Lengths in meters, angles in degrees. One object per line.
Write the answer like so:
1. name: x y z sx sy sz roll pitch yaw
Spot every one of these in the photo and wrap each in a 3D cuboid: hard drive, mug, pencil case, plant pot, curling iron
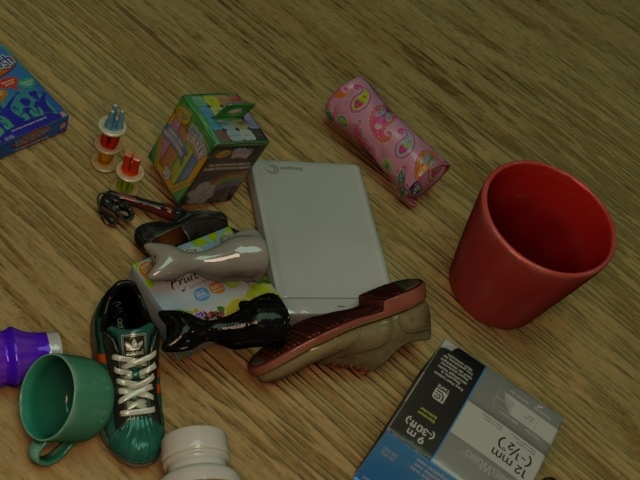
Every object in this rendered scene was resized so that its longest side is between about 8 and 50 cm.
1. hard drive: 0.000 0.000 1.934 0.233 0.047 0.353 1 53 -21
2. mug: -0.380 0.246 1.535 0.097 0.158 0.129 16 36 -50
3. pencil case: 0.135 -0.206 2.106 0.124 0.124 0.284 -28 69 -36
4. plant pot: 0.381 0.026 1.939 0.275 0.243 0.274 11 50 -14
5. curling iron: -0.274 -0.037 1.861 0.274 0.035 0.068 13 71 -19

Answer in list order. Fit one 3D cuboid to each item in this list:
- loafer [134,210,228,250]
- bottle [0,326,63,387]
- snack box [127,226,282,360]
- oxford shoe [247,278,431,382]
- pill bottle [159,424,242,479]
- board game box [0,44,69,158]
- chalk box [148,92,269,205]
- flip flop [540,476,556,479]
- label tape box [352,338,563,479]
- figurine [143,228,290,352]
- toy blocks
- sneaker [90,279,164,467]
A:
1. loafer: -0.241 -0.009 1.815 0.170 0.062 0.061 -16 28 -17
2. bottle: -0.536 0.183 1.539 0.283 0.092 0.118 -4 57 -25
3. snack box: -0.201 0.088 1.766 0.207 0.070 0.174 -22 65 -36
4. oxford shoe: 0.046 0.185 1.763 0.348 0.123 0.130 -22 104 -16
5. pill bottle: -0.175 0.395 1.496 0.131 0.131 0.229 4 53 -20
6. board game box: -0.594 -0.258 1.890 0.210 0.047 0.160 45 51 16
7. chalk box: -0.197 -0.185 1.871 0.132 0.213 0.132 -8 55 -45
8. flip flop: 0.363 0.504 1.667 0.112 0.080 0.277 57 27 -26
9. label tape box: 0.221 0.366 1.695 0.249 0.115 0.347 35 47 6
10. figurine: -0.178 0.084 1.672 0.210 0.092 0.214 -3 57 -26
11. toy blocks: -0.360 -0.163 1.844 0.054 0.148 0.123 -26 66 -35
12. sneaker: -0.303 0.200 1.602 0.108 0.121 0.302 -3 56 -24
